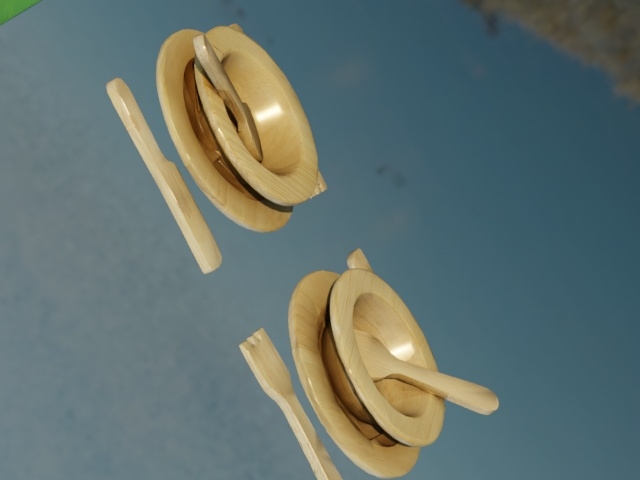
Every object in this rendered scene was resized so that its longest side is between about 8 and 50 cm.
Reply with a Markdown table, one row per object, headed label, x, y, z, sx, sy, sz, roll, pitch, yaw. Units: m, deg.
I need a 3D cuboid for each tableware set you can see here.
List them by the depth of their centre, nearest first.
| label | x | y | z | sx | sy | sz | roll | pitch | yaw |
| --- | --- | --- | --- | --- | --- | --- | --- | --- | --- |
| tableware set | 0.000 | 0.000 | 0.771 | 0.194 | 0.039 | 0.128 | 62 | -155 | -6 |

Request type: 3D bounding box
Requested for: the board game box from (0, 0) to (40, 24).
| label | x | y | z | sx | sy | sz | roll | pitch | yaw |
| --- | --- | --- | --- | --- | --- | --- | --- | --- | --- |
| board game box | -0.168 | -0.257 | 0.832 | 0.046 | 0.213 | 0.317 | -12 | 109 | 31 |
